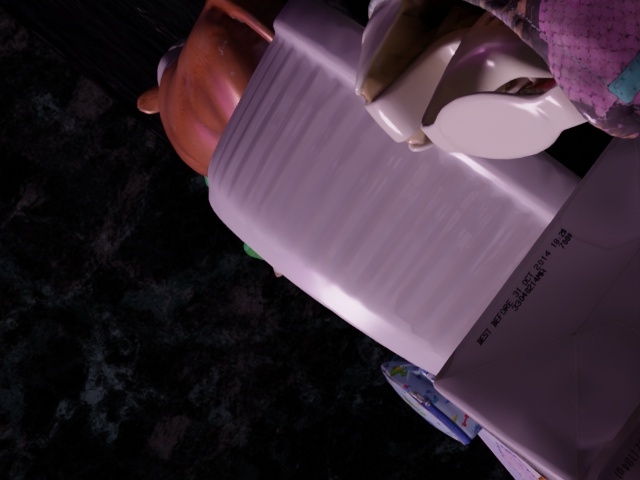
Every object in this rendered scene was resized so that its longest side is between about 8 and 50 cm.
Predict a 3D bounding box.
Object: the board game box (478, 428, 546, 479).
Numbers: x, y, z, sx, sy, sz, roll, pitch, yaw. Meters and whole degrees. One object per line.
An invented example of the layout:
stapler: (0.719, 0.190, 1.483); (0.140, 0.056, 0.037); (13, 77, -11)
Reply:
board game box: (0.284, 0.262, 0.959); (0.319, 0.066, 0.318); (51, 171, -27)

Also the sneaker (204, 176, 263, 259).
sneaker: (0.000, 0.000, 1.084); (0.295, 0.123, 0.109); (41, 140, 40)

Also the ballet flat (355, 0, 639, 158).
ballet flat: (0.056, -0.065, 0.421); (0.077, 0.079, 0.221); (38, 177, -17)

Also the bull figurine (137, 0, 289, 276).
bull figurine: (-0.044, -0.078, 0.857); (0.188, 0.101, 0.310); (52, 172, -3)

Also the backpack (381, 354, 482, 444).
backpack: (0.103, 0.096, 0.896); (0.114, 0.084, 0.105); (36, 179, -6)

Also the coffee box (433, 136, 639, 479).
coffee box: (0.182, 0.081, 0.522); (0.246, 0.141, 0.098); (40, 176, -34)

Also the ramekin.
ramekin: (0.042, -0.019, 0.611); (0.207, 0.109, 0.207); (35, -174, -4)
